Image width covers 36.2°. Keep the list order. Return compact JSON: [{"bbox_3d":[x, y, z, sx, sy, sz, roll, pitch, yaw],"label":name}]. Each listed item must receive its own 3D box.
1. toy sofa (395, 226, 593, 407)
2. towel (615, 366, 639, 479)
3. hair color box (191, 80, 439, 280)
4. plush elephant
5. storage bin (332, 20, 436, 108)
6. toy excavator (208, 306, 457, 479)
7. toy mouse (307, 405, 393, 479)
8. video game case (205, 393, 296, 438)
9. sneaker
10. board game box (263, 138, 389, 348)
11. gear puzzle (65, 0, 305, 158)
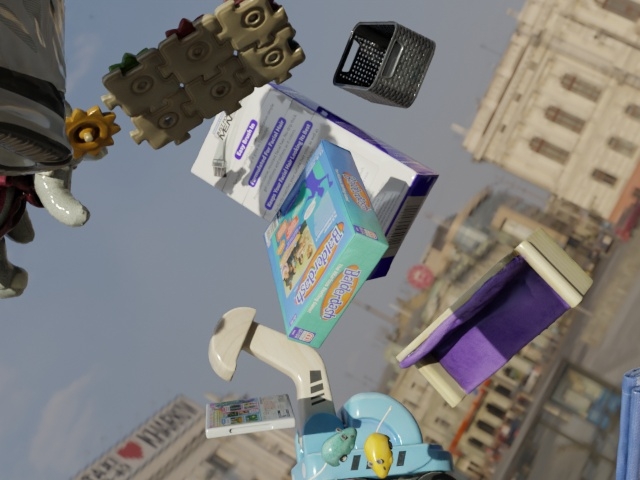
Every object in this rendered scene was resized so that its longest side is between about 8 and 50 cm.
[{"bbox_3d":[0.317,0.156,1.823,0.362,0.150,0.177,-49,-10,35],"label":"toy sofa"},{"bbox_3d":[0.408,0.184,1.012,0.285,0.034,0.209,-18,-64,-28],"label":"towel"},{"bbox_3d":[-0.013,-0.103,1.491,0.185,0.339,0.110,-63,-20,15],"label":"hair color box"},{"bbox_3d":[-0.426,-0.090,1.373,0.272,0.255,0.330,39,-143,-73],"label":"plush elephant"},{"bbox_3d":[0.106,-0.302,1.675,0.122,0.084,0.180,-68,25,3],"label":"storage bin"},{"bbox_3d":[0.020,0.341,1.813,0.222,0.433,0.445,115,152,-63],"label":"toy excavator"},{"bbox_3d":[0.033,0.316,1.369,0.031,0.143,0.161,39,-138,-45],"label":"toy mouse"},{"bbox_3d":[-0.118,0.289,1.625,0.157,0.143,0.019,-136,40,-81],"label":"video game case"},{"bbox_3d":[-0.361,-0.233,0.848,0.447,0.169,0.257,42,-136,-72],"label":"sneaker"},{"bbox_3d":[0.000,0.000,1.168,0.160,0.047,0.210,-57,27,26],"label":"board game box"},{"bbox_3d":[-0.187,-0.201,1.245,0.339,0.044,0.175,-31,-32,0],"label":"gear puzzle"}]
